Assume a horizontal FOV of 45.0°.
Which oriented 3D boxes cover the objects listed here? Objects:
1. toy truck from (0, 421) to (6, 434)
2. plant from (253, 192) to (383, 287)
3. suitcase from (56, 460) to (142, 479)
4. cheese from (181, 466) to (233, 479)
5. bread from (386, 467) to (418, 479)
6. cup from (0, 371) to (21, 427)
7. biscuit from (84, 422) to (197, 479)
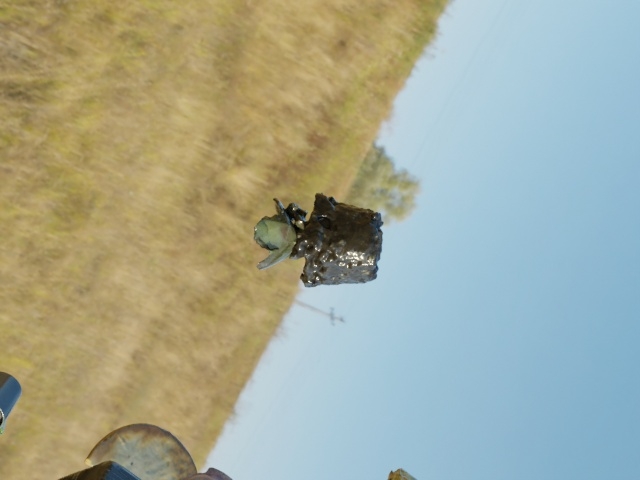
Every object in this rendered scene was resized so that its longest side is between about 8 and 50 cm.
[{"bbox_3d":[-0.644,0.305,1.388,0.100,0.169,0.077,-47,-163,-3],"label":"toy truck"},{"bbox_3d":[0.000,0.000,1.239,0.131,0.203,0.142,71,22,-59],"label":"plant"},{"bbox_3d":[-0.312,0.529,1.313,0.230,0.335,0.152,-30,-155,39],"label":"suitcase"},{"bbox_3d":[-0.205,0.437,1.201,0.191,0.105,0.042,-54,161,-38],"label":"cheese"},{"bbox_3d":[0.212,0.619,1.633,0.204,0.163,0.262,23,59,-84],"label":"bread"},{"bbox_3d":[-0.570,0.265,1.324,0.078,0.100,0.077,-28,-160,20],"label":"cup"},{"bbox_3d":[-0.404,0.559,1.858,0.040,0.309,0.204,-30,-163,45],"label":"biscuit"}]
